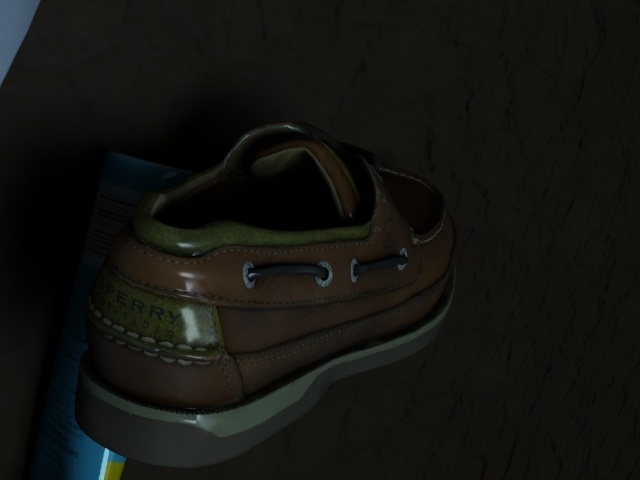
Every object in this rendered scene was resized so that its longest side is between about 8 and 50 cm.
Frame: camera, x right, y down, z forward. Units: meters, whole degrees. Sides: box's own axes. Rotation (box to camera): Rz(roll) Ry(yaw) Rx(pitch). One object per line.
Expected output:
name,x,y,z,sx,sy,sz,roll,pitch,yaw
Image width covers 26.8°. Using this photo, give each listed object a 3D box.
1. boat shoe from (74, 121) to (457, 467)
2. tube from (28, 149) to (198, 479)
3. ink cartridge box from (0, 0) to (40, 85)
boat shoe,0.000,0.000,0.638,0.307,0.110,0.104,-38,141,-63
tube,-0.106,0.061,0.649,0.052,0.080,0.207,15,93,-27
ink cartridge box,-0.179,-0.194,0.454,0.385,0.091,0.308,-48,134,-18
